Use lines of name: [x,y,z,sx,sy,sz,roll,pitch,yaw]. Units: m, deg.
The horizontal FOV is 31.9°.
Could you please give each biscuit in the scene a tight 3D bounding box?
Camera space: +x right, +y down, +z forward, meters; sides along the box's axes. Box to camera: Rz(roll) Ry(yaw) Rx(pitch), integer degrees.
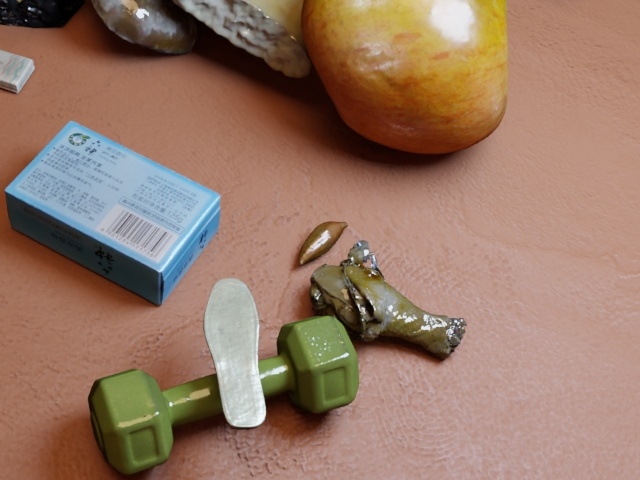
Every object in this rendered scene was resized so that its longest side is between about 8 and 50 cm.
biscuit: [-0.165,-0.473,1.643,0.429,0.104,0.446,29,41,-17]

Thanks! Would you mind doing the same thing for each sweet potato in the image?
sweet potato: [0.000,0.000,1.447,0.034,0.034,0.095,36,54,17]

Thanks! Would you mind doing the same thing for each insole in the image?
insole: [-0.094,0.120,1.226,0.063,0.010,0.192,-4,53,-11]

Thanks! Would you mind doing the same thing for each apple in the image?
apple: [0.119,-0.262,1.501,0.275,0.299,0.299,-6,54,7]

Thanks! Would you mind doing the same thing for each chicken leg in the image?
chicken leg: [0.078,0.083,1.373,0.196,0.080,0.125,34,44,15]

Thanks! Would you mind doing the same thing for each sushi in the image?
sushi: [-0.441,-0.398,1.599,0.172,0.150,0.153,24,54,9]

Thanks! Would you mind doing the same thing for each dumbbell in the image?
dumbbell: [-0.107,0.170,1.261,0.301,0.121,0.108,-16,29,-18]

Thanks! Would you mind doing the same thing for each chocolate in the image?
chocolate: [-0.266,-0.390,1.621,0.157,0.080,0.254,6,47,-47]

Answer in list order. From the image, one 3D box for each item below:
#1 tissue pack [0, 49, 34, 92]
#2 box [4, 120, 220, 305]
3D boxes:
tissue pack: [-0.461,-0.244,1.563,0.108,0.023,0.056,16,54,4]
box: [-0.259,-0.037,1.407,0.232,0.083,0.143,26,55,12]
